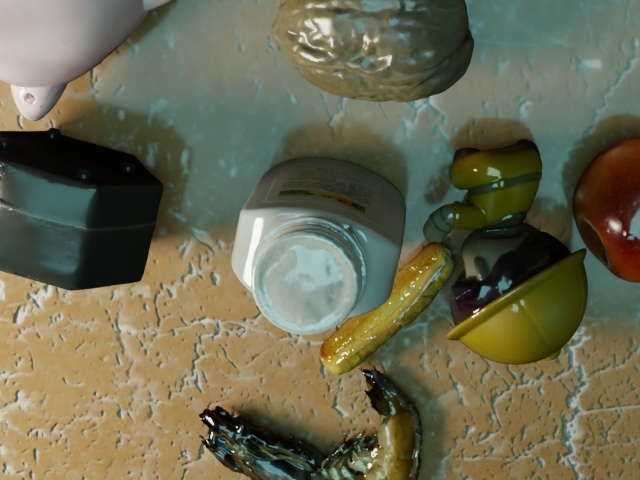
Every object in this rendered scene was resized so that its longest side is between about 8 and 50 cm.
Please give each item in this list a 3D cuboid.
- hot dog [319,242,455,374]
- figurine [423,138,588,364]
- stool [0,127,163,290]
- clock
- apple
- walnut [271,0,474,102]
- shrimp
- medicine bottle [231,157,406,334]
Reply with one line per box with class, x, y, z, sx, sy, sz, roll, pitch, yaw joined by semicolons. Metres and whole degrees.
hot dog;0.087;0.089;1.610;0.216;0.066;0.047;-46;125;13
figurine;0.218;0.017;1.514;0.192;0.167;0.257;-19;105;-29
stool;-0.303;-0.041;1.528;0.232;0.232;0.141;16;103;0
clock;-0.357;-0.344;1.429;0.368;0.250;0.377;-39;98;14
apple;0.364;-0.032;1.501;0.139;0.163;0.163;-36;100;5
walnut;0.055;-0.239;1.470;0.230;0.178;0.178;2;106;15
shrimp;-0.004;0.244;1.660;0.290;0.054;0.222;26;107;-6
medicine bottle;0.000;0.000;1.453;0.179;0.324;0.124;14;105;1
